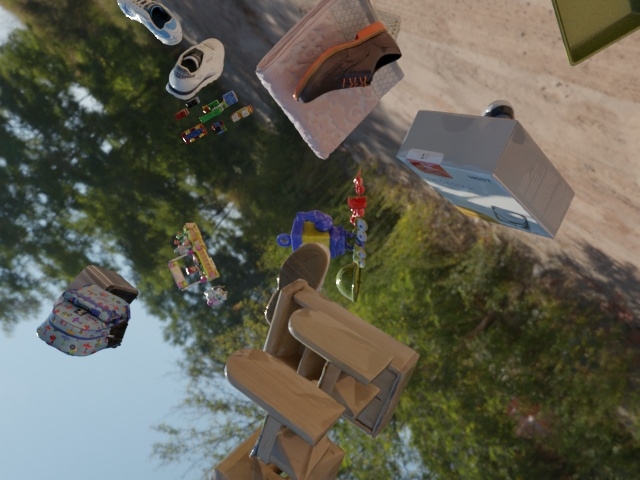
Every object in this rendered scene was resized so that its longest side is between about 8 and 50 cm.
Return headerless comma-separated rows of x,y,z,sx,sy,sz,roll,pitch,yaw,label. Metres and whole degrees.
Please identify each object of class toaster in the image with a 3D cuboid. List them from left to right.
-0.631,0.172,1.579,0.110,0.168,0.186,39,178,15,toaster

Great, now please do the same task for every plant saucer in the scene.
0.501,-0.448,1.026,0.188,0.188,0.045,60,180,-26,plant saucer

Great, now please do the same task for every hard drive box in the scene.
0.264,-0.105,0.890,0.232,0.089,0.181,30,174,-41,hard drive box

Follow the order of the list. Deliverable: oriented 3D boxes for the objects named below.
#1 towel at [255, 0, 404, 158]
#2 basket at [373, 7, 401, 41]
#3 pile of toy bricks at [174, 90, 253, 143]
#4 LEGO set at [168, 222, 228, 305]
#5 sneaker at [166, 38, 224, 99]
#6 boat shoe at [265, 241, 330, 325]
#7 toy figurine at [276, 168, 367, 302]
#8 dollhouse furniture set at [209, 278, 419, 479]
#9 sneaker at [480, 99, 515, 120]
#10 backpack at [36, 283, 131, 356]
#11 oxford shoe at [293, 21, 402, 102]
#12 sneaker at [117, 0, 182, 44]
0.038,-0.398,1.346,0.053,0.317,0.332,42,176,40,towel
0.196,-0.743,1.988,0.167,0.103,0.113,22,173,9,basket
-0.307,-0.369,1.614,0.105,0.212,0.118,-90,-25,-65,pile of toy bricks
-0.352,0.047,1.507,0.287,0.107,0.132,58,169,33,LEGO set
-0.300,-0.451,1.412,0.090,0.235,0.095,24,140,-3,sneaker
-0.041,0.097,1.300,0.098,0.277,0.096,43,-141,14,boat shoe
0.000,0.000,1.426,0.362,0.217,0.191,89,180,-49,toy figurine
-0.058,0.249,0.859,0.256,0.362,0.394,29,-150,22,dollhouse furniture set
0.453,-0.208,1.421,0.153,0.101,0.269,-96,4,-51,sneaker
-0.539,0.185,1.275,0.158,0.117,0.173,28,-168,11,backpack
0.063,-0.376,1.245,0.098,0.271,0.097,51,171,8,oxford shoe
-0.462,-0.620,1.520,0.237,0.085,0.086,39,154,16,sneaker
